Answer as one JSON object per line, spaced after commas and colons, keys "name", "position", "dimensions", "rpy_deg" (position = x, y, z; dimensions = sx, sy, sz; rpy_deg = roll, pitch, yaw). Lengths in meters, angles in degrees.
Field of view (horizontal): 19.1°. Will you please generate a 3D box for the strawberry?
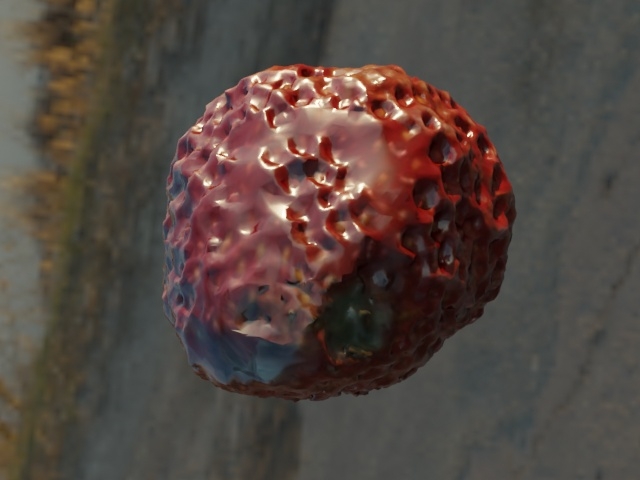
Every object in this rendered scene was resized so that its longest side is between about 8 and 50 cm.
{"name": "strawberry", "position": [0.004, -0.011, 1.505], "dimensions": [0.310, 0.292, 0.291], "rpy_deg": [22, -107, -79]}
